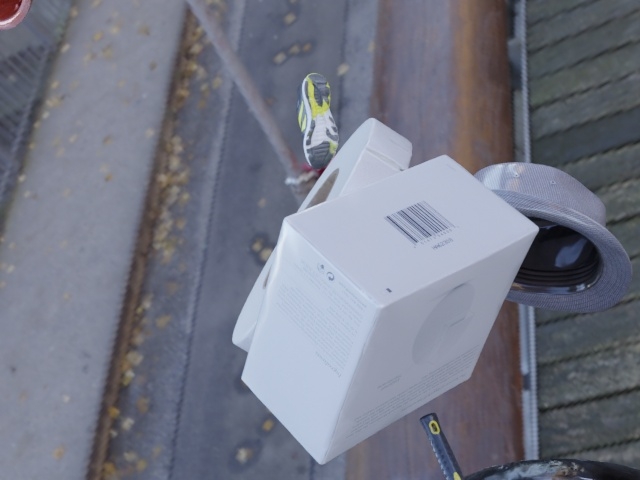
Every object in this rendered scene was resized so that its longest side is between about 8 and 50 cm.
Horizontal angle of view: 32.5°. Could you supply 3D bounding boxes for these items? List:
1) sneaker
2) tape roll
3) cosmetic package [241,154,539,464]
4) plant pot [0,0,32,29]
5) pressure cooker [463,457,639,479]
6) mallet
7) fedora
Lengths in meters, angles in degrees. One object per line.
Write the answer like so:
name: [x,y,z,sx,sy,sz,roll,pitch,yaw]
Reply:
sneaker: [-0.004,-0.104,0.965,0.035,0.031,0.083,-168,76,-72]
tape roll: [0.000,0.000,1.599,0.392,0.072,0.392,-57,7,10]
cosmetic package: [0.063,0.064,1.083,0.224,0.224,0.138,-22,52,-38]
plant pot: [-0.333,-0.424,1.244,0.272,0.272,0.265,9,44,43]
pressure cooker: [0.278,0.496,1.188,0.370,0.376,0.420,-40,30,43]
mallet: [0.131,0.255,1.031,0.062,0.039,0.189,-24,68,-18]
fedora: [0.294,-0.019,1.501,0.276,0.243,0.124,10,56,16]
